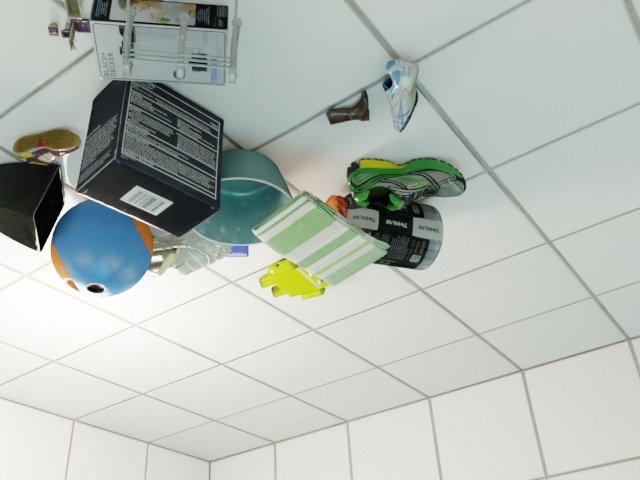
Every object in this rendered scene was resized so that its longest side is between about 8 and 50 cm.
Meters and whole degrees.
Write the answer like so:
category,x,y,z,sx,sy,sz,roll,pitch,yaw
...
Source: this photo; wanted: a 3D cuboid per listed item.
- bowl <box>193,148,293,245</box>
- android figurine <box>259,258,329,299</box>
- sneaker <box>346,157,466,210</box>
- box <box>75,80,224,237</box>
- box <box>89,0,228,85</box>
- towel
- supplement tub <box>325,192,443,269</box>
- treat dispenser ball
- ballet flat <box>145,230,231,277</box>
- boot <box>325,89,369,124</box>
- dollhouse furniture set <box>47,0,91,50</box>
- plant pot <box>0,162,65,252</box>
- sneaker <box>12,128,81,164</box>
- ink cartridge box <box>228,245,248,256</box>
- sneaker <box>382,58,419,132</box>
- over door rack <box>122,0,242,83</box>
category,x,y,z,sx,sy,sz,roll,pitch,yaw
bowl,-0.223,-0.137,1.953,0.311,0.163,0.312,-3,147,-2
android figurine,-0.070,0.131,2.465,0.272,0.056,0.248,-16,144,21
sneaker,0.249,-0.142,2.007,0.343,0.146,0.134,-2,146,-4
box,-0.403,-0.210,1.710,0.182,0.294,0.296,-29,139,36
box,-0.352,-0.439,1.560,0.289,0.087,0.169,3,145,-9
towel,0.000,0.000,1.963,0.324,0.038,0.247,32,133,-30
supplement tub,0.179,-0.031,2.111,0.337,0.207,0.207,9,144,-19
treat dispenser ball,-0.632,0.021,2.037,0.288,0.288,0.288,-3,146,-2
ballet flat,-0.454,0.055,2.173,0.408,0.147,0.147,-6,148,25
boot,0.067,-0.339,1.800,0.114,0.037,0.106,-2,144,6
dollhouse furniture set,-0.551,-0.468,1.503,0.090,0.081,0.114,0,146,-6
plant pot,-0.827,-0.107,1.939,0.166,0.188,0.188,15,144,-4
sneaker,-0.707,-0.242,1.847,0.185,0.070,0.084,-3,155,10
ink cartridge box,-0.336,0.011,2.265,0.207,0.046,0.097,0,146,-5
sneaker,0.197,-0.362,1.747,0.086,0.085,0.237,19,153,14
over door rack,-0.274,-0.492,1.410,0.239,0.108,0.324,3,111,-10
